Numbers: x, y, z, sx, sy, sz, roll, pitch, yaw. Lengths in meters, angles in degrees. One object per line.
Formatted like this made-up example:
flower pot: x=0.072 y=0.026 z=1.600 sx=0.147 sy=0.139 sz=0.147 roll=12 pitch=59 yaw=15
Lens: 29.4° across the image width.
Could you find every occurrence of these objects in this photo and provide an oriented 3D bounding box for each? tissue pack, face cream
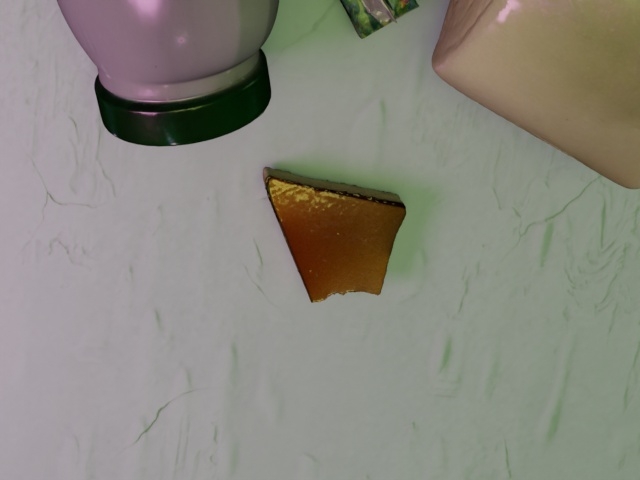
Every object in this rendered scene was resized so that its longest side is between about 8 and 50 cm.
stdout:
tissue pack: x=0.059 y=-0.317 z=1.509 sx=0.085 sy=0.079 sz=0.111 roll=-30 pitch=109 yaw=5
face cream: x=-0.180 y=-0.307 z=1.375 sx=0.219 sy=0.312 sz=0.357 roll=-32 pitch=131 yaw=-34

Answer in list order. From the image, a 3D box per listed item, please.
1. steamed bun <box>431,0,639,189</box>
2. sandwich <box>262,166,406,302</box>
steamed bun: x=0.368 y=-0.300 z=1.394 sx=0.371 sy=0.290 sz=0.456 roll=29 pitch=111 yaw=-12
sandwich: x=0.000 y=0.000 z=1.618 sx=0.193 sy=0.058 sz=0.162 roll=12 pitch=107 yaw=-13
